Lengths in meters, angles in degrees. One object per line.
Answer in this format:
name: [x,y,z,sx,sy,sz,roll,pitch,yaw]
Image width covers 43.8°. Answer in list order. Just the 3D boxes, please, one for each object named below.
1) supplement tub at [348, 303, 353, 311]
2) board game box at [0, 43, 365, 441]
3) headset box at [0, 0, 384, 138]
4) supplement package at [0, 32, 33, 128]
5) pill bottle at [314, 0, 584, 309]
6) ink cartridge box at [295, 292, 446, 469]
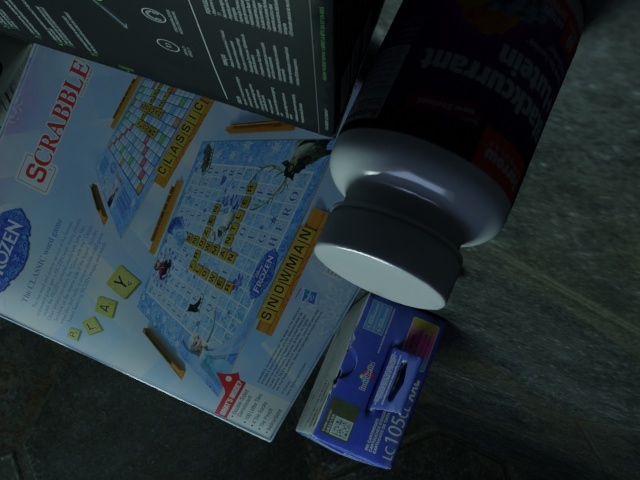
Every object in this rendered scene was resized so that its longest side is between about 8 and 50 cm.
supplement tub: [0.000,0.000,0.816,0.117,0.190,0.117,23,165,6]
board game box: [-0.109,-0.032,0.666,0.318,0.318,0.066,27,-163,-7]
headset box: [-0.106,-0.185,0.378,0.283,0.131,0.246,18,169,6]
supplement package: [-0.500,-0.213,0.980,0.262,0.145,0.204,27,166,-9]
pill bottle: [0.071,-0.063,0.463,0.108,0.193,0.108,23,166,6]
ink cartridge box: [0.083,0.251,1.419,0.151,0.269,0.395,23,166,0]
